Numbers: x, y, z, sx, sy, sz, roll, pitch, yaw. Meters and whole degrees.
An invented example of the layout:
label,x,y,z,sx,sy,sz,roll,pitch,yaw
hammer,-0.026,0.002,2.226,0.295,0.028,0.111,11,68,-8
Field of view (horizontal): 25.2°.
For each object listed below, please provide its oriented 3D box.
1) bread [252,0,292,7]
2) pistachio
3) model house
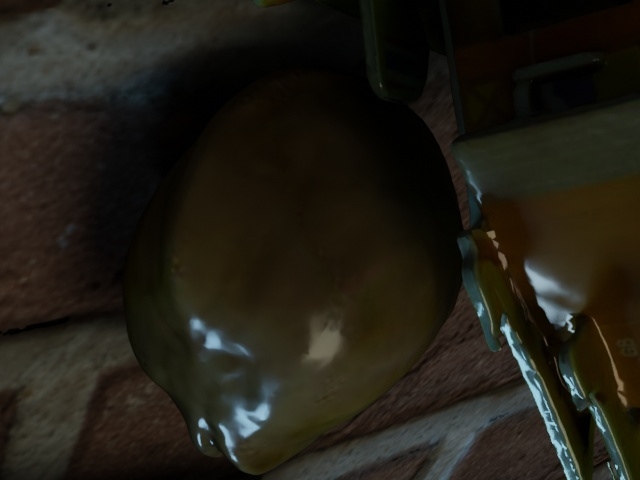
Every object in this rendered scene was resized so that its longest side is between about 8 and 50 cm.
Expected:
label,x,y,z,sx,sy,sz,roll,pitch,yaw
bread,0.041,-0.229,0.645,0.234,0.110,0.184,-35,148,-21
pistachio,0.000,0.000,0.813,0.260,0.162,0.213,-39,138,-50
model house,0.187,-0.008,0.820,0.357,0.242,0.313,6,76,-60
